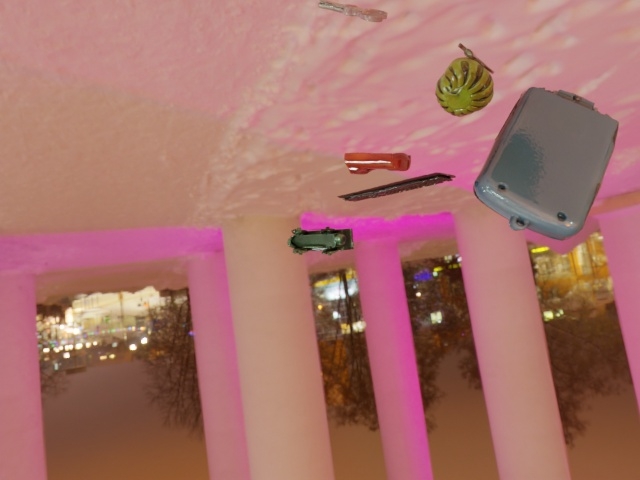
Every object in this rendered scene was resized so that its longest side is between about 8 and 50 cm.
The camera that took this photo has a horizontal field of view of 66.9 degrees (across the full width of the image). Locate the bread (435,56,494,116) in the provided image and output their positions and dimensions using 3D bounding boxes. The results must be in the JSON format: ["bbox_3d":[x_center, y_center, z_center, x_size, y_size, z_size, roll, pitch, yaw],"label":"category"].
[{"bbox_3d":[0.321,-0.340,1.095,0.130,0.071,0.139,41,150,-18],"label":"bread"}]

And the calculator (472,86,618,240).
[{"bbox_3d":[0.354,-0.126,0.749,0.172,0.293,0.051,29,156,11],"label":"calculator"}]

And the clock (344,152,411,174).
[{"bbox_3d":[0.158,-0.211,1.324,0.154,0.061,0.113,5,-172,37],"label":"clock"}]

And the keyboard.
[{"bbox_3d":[0.126,-0.089,0.829,0.196,0.015,0.074,-11,179,37],"label":"keyboard"}]

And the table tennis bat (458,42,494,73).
[{"bbox_3d":[0.292,-0.346,0.920,0.013,0.087,0.156,-49,172,27],"label":"table tennis bat"}]

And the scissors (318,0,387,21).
[{"bbox_3d":[0.106,-0.782,1.647,0.241,0.031,0.118,19,-142,15],"label":"scissors"}]

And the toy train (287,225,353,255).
[{"bbox_3d":[0.000,0.000,1.194,0.171,0.070,0.099,-1,-177,39],"label":"toy train"}]
